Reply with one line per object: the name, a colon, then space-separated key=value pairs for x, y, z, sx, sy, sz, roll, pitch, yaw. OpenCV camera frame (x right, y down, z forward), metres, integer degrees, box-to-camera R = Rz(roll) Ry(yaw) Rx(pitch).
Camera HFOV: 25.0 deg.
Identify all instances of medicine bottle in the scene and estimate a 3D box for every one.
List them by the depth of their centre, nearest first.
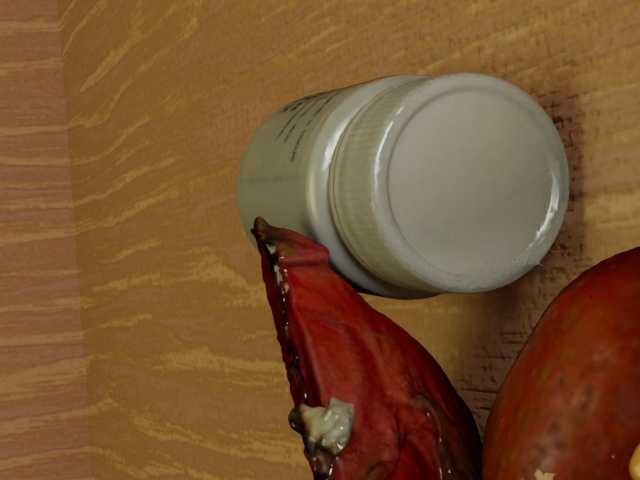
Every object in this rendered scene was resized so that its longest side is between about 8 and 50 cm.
medicine bottle: x=0.043 y=-0.033 z=0.914 sx=0.252 sy=0.144 sz=0.144 roll=-172 pitch=79 yaw=-73

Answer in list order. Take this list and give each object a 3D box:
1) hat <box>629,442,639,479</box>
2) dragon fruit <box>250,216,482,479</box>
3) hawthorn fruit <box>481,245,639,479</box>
hat: x=0.189 y=0.044 z=0.381 sx=0.244 sy=0.233 sz=0.233 roll=138 pitch=124 yaw=-67
dragon fruit: x=0.060 y=0.173 z=0.887 sx=0.343 sy=0.100 sz=0.282 roll=67 pitch=-169 yaw=-51
hawthorn fruit: x=0.153 y=0.062 z=0.626 sx=0.162 sy=0.162 sz=0.203 roll=-136 pitch=59 yaw=-62
